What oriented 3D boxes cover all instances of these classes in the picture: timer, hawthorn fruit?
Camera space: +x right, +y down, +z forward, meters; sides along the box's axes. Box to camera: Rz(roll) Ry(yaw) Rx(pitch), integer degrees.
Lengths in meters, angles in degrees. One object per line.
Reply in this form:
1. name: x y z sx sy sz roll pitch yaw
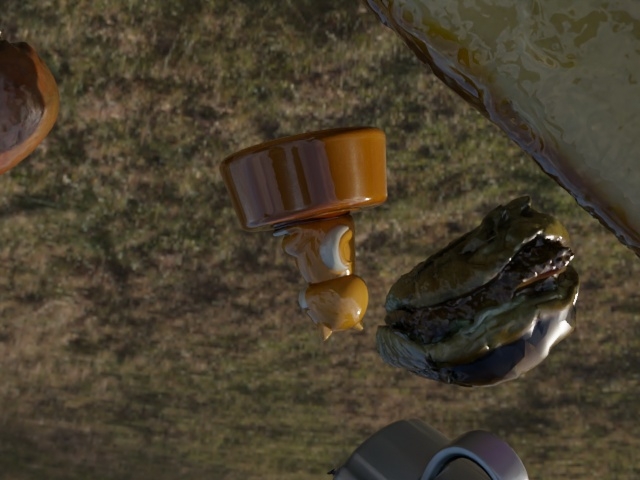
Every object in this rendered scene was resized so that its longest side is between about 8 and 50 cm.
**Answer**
1. timer: 0.000 0.000 0.719 0.132 0.152 0.132 -12 178 0
2. hawthorn fruit: -0.337 -0.122 0.863 0.189 0.149 0.149 -38 138 9

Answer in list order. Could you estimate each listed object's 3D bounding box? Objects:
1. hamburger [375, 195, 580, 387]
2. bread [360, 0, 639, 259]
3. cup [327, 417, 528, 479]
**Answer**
1. hamburger: 0.142 0.062 0.824 0.183 0.130 0.206 -28 168 -7
2. bread: 0.188 -0.145 0.582 0.279 0.279 0.207 44 107 3
3. cup: 0.122 0.243 0.785 0.167 0.202 0.221 5 113 -49
